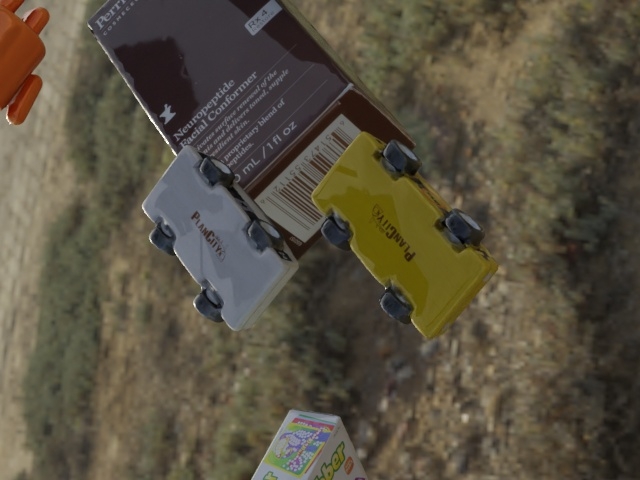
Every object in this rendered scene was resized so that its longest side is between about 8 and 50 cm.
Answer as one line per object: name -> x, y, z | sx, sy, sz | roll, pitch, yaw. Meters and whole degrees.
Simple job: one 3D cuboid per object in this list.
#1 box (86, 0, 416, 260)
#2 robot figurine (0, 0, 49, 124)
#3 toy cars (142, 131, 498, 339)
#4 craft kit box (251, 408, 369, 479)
box -> -0.084, -0.173, 1.479 | 0.191, 0.143, 0.381 | -44, 47, 8
robot figurine -> -0.456, -0.238, 1.850 | 0.128, 0.158, 0.219 | 29, 76, 28
toy cars -> 0.000, 0.000, 1.227 | 0.393, 0.087, 0.176 | -1, 78, 38
craft kit box -> -0.017, 0.311, 1.121 | 0.061, 0.247, 0.250 | 2, 44, 32
